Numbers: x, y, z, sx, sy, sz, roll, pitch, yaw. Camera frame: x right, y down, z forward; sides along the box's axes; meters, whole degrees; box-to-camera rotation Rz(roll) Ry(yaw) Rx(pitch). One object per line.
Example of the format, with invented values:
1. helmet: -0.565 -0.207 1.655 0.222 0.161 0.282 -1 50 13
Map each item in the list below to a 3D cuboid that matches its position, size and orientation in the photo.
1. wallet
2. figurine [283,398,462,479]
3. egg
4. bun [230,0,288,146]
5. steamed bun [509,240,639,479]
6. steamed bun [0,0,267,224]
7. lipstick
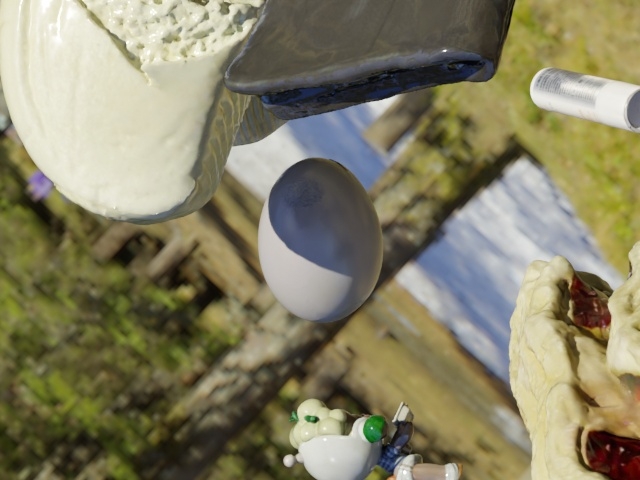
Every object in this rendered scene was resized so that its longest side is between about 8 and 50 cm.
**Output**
1. wallet: 0.067 -0.239 0.890 0.051 0.378 0.197 35 154 -35
2. figurine: 0.058 0.228 1.730 0.197 0.094 0.147 8 157 -9
3. egg: 0.000 0.000 1.825 0.146 0.146 0.199 25 120 57
4. bun: -0.097 -0.225 1.858 0.133 0.231 0.231 56 179 38
5. steamed bun: 0.307 0.119 1.456 0.428 0.247 0.189 -87 -4 -58
6. steamed bun: -0.199 -0.162 1.516 0.272 0.273 0.290 19 177 5
7. lipstick: 0.234 -0.123 1.352 0.040 0.040 0.141 49 169 -29
